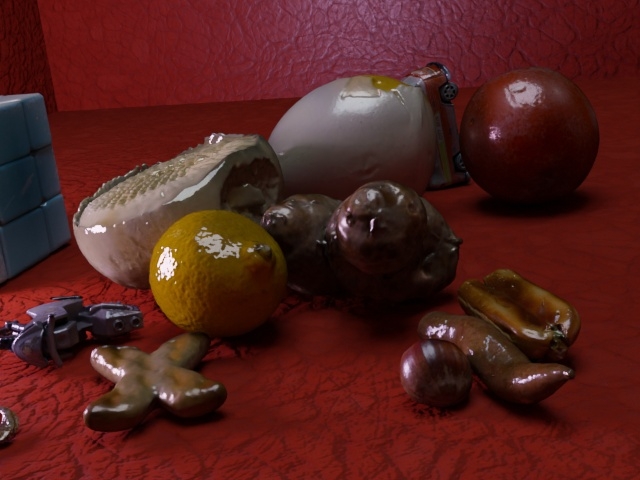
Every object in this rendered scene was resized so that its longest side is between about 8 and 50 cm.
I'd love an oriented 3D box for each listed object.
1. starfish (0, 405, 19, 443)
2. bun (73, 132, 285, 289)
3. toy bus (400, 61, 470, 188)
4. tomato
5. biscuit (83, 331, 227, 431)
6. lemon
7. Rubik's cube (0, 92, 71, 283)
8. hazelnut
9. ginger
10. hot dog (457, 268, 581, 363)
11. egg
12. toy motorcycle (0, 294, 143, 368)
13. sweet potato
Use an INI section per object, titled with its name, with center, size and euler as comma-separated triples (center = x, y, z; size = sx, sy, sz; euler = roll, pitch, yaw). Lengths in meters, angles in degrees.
[starfish]
center = -0.436, 0.231, 1.081
size = 0.150, 0.053, 0.209
euler = 9, 15, 7
[bun]
center = -0.221, -0.032, 1.564
size = 0.365, 0.202, 0.364
euler = -19, 18, 7
[toy bus]
center = 0.235, -0.241, 2.003
size = 0.120, 0.265, 0.121
euler = -19, 20, -15
[tomato]
center = 0.396, -0.190, 1.776
size = 0.265, 0.264, 0.265
euler = -6, 17, 2
[biscuit]
center = -0.206, 0.172, 1.159
size = 0.164, 0.047, 0.208
euler = -10, 17, -9
[lemon]
center = -0.142, 0.047, 1.307
size = 0.187, 0.186, 0.244
euler = -20, 7, -38
[Rubik's cube]
center = -0.706, -0.092, 1.762
size = 0.319, 0.315, 0.322
euler = -1, 16, 16
[hazelnut]
center = 0.132, 0.151, 1.062
size = 0.086, 0.086, 0.086
euler = -6, 17, 2
[ginger]
center = 0.038, 0.000, 1.383
size = 0.256, 0.176, 0.375
euler = 19, -14, -39
[hot dog]
center = 0.254, 0.097, 1.202
size = 0.100, 0.068, 0.249
euler = -19, 16, -7
[egg]
center = 0.058, -0.168, 1.786
size = 0.345, 0.282, 0.283
euler = -16, 17, -2
[toy motorcycle]
center = -0.354, 0.123, 1.326
size = 0.215, 0.080, 0.122
euler = -10, 16, -27
[sweet potato]
center = 0.205, 0.139, 1.087
size = 0.059, 0.067, 0.281
euler = 35, -1, -26
